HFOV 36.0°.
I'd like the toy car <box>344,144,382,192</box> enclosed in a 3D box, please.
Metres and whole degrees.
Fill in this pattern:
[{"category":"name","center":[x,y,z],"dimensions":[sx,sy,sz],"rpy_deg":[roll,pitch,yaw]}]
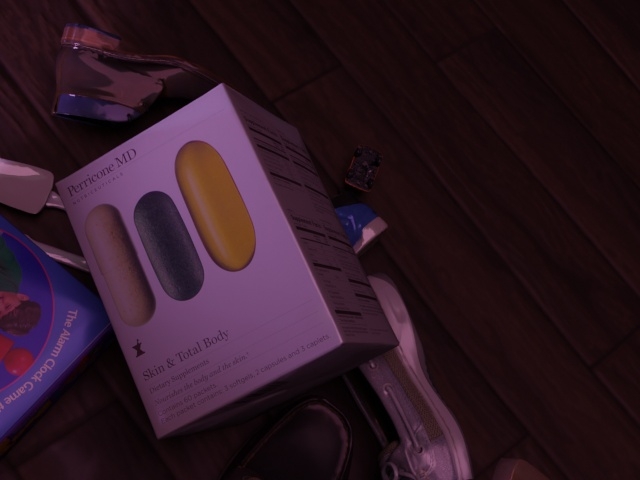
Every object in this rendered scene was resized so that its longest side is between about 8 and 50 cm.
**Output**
[{"category":"toy car","center":[0.012,-0.086,1.183],"dimensions":[0.122,0.040,0.060],"rpy_deg":[6,71,-11]}]

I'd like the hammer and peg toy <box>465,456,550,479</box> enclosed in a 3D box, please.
[{"category":"hammer and peg toy","center":[0.239,0.389,0.939],"dimensions":[0.361,0.127,0.266],"rpy_deg":[39,62,-33]}]

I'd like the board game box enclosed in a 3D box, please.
[{"category":"board game box","center":[-0.394,0.131,0.931],"dimensions":[0.233,0.078,0.347],"rpy_deg":[40,64,4]}]

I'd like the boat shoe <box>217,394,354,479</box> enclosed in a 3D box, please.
[{"category":"boat shoe","center":[-0.065,0.294,0.930],"dimensions":[0.132,0.130,0.355],"rpy_deg":[34,61,1]}]

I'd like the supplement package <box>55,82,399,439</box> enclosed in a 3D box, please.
[{"category":"supplement package","center":[-0.086,0.027,0.962],"dimensions":[0.199,0.198,0.263],"rpy_deg":[-29,76,14]}]

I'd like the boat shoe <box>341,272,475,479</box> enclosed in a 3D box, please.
[{"category":"boat shoe","center":[0.076,0.188,1.036],"dimensions":[0.103,0.118,0.320],"rpy_deg":[-14,68,-13]}]

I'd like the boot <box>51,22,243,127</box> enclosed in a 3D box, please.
[{"category":"boot","center":[-0.205,-0.166,1.151],"dimensions":[0.219,0.082,0.106],"rpy_deg":[17,84,-13]}]

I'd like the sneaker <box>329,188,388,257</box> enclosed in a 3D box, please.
[{"category":"sneaker","center":[0.000,0.000,1.128],"dimensions":[0.084,0.058,0.152],"rpy_deg":[45,64,9]}]

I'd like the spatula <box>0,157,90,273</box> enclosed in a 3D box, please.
[{"category":"spatula","center":[-0.276,0.014,1.063],"dimensions":[0.242,0.019,0.168],"rpy_deg":[19,61,-7]}]
